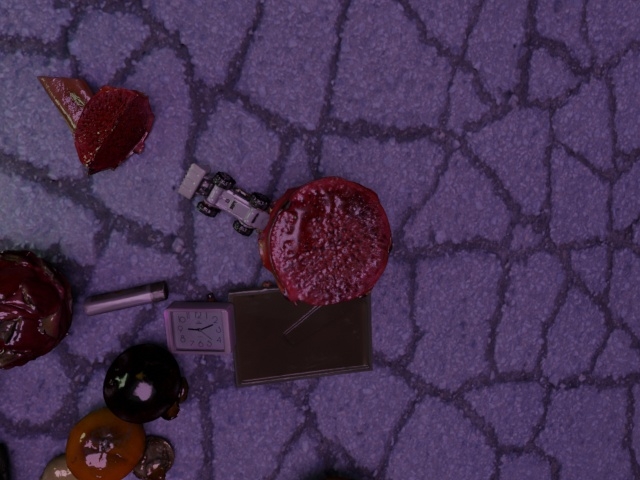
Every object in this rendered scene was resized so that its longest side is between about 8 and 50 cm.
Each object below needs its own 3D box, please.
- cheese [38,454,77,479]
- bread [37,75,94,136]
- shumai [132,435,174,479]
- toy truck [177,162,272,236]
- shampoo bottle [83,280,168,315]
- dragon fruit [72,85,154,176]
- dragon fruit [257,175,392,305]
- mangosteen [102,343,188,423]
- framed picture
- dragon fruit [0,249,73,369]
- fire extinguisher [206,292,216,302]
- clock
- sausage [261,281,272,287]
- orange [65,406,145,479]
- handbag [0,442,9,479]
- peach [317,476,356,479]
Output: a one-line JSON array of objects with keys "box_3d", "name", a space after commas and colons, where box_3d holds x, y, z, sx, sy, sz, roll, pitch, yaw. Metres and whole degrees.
[{"box_3d": [-0.741, 0.760, 1.608, 0.214, 0.117, 0.226, 15, 91, -17], "name": "cheese"}, {"box_3d": [-0.680, -0.388, 1.476, 0.119, 0.067, 0.192, -28, 100, 4], "name": "bread"}, {"box_3d": [-0.515, 0.681, 1.630, 0.146, 0.116, 0.145, -1, 98, -7], "name": "shumai"}, {"box_3d": [-0.264, -0.119, 1.563, 0.286, 0.111, 0.136, 31, 108, -10], "name": "toy truck"}, {"box_3d": [-0.565, 0.169, 1.565, 0.227, 0.086, 0.055, -11, 101, -7], "name": "shampoo bottle"}, {"box_3d": [-0.572, -0.310, 1.488, 0.126, 0.161, 0.274, 39, 100, 16], "name": "dragon fruit"}, {"box_3d": [0.000, 0.000, 1.545, 0.371, 0.249, 0.386, 42, 82, -18], "name": "dragon fruit"}, {"box_3d": [-0.493, 0.423, 1.559, 0.265, 0.228, 0.228, 33, 92, -41], "name": "mangosteen"}, {"box_3d": [-0.055, 0.286, 1.675, 0.446, 0.028, 0.326, -4, 106, -9], "name": "framed picture"}, {"box_3d": [-0.815, 0.179, 1.417, 0.329, 0.329, 0.329, -1, 98, -9], "name": "dragon fruit"}, {"box_3d": [-0.325, 0.203, 1.639, 0.022, 0.028, 0.083, -27, 103, -38], "name": "fire extinguisher"}, {"box_3d": [-0.357, 0.263, 1.594, 0.197, 0.063, 0.150, 0, 103, 8], "name": "clock"}, {"box_3d": [-0.162, 0.167, 1.657, 0.034, 0.034, 0.083, -8, 101, -8], "name": "sausage"}, {"box_3d": [-0.624, 0.598, 1.557, 0.224, 0.170, 0.224, 5, 69, -14], "name": "orange"}, {"box_3d": [-1.018, 0.740, 1.495, 0.247, 0.240, 0.340, 1, 97, -10], "name": "handbag"}, {"box_3d": [0.058, 0.921, 1.663, 0.302, 0.343, 0.342, 7, 97, -33], "name": "peach"}]
